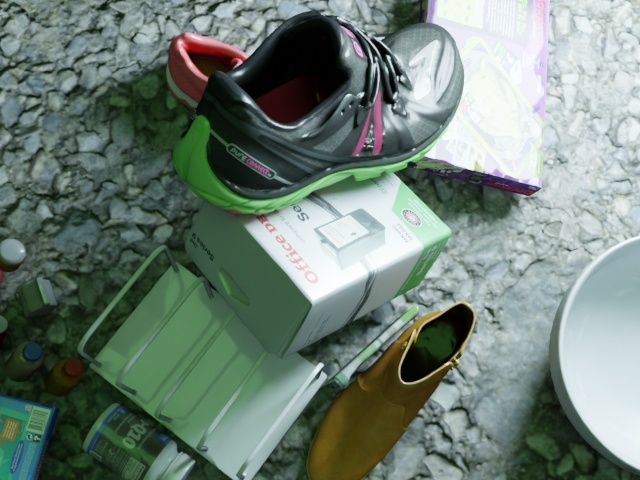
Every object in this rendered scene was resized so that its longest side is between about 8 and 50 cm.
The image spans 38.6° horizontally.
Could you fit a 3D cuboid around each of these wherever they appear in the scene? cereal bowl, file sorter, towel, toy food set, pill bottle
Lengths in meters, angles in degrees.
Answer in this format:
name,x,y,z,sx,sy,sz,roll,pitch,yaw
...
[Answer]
name,x,y,z,sx,sy,sz,roll,pitch,yaw
cereal bowl,0.475,0.166,1.271,0.338,0.141,0.339,1,75,-4
file sorter,-0.154,0.167,1.221,0.277,0.173,0.193,36,76,6
towel,0.073,0.154,1.267,0.152,0.113,0.023,-40,85,-13
toy food set,-0.405,0.101,1.240,0.111,0.104,0.232,-14,77,-33
pill bottle,-0.243,0.287,1.231,0.137,0.078,0.078,32,75,5

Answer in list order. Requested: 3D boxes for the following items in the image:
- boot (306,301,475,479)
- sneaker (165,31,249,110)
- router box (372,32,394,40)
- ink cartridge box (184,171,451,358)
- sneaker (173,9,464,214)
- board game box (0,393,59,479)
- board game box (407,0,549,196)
name,x,y,z,sx,sy,sz,roll,pitch,yaw
boot,0.087,0.204,1.203,0.104,0.211,0.295,39,76,8
sneaker,-0.099,-0.201,1.342,0.313,0.136,0.116,29,76,5
router box,0.137,-0.233,1.410,0.133,0.046,0.179,-5,75,-6
ink cartridge box,0.000,0.000,1.217,0.289,0.122,0.211,-25,64,-43
sneaker,0.036,-0.189,1.157,0.185,0.202,0.482,41,48,21
board game box,-0.469,0.270,1.193,0.210,0.047,0.160,16,76,-4
board game box,0.244,-0.253,1.388,0.208,0.056,0.347,11,70,-10
